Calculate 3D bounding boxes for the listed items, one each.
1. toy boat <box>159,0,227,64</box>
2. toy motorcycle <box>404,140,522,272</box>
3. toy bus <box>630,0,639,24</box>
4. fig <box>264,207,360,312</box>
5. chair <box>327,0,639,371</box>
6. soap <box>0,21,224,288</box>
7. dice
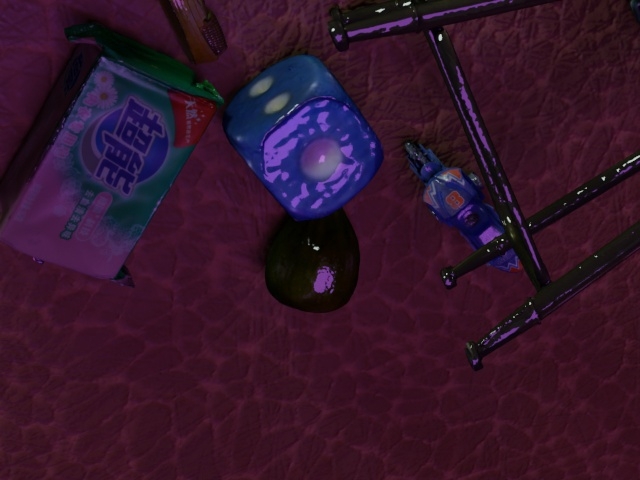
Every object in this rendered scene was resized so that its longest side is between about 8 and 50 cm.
[{"bbox_3d":[-0.147,-0.261,1.560,0.049,0.047,0.149,-33,127,-13],"label":"toy boat"},{"bbox_3d":[0.176,-0.043,1.749,0.076,0.114,0.205,-41,122,7],"label":"toy motorcycle"},{"bbox_3d":[0.529,-0.308,1.678,0.276,0.165,0.133,-40,122,7],"label":"toy bus"},{"bbox_3d":[0.000,0.000,1.736,0.117,0.117,0.177,11,94,-23],"label":"fig"},{"bbox_3d":[0.266,-0.146,1.475,0.410,0.362,0.365,-22,100,5],"label":"chair"},{"bbox_3d":[-0.245,-0.093,1.598,0.218,0.098,0.273,21,113,-34],"label":"soap"},{"bbox_3d":[-0.022,-0.120,1.623,0.143,0.146,0.146,-36,123,3],"label":"dice"}]
